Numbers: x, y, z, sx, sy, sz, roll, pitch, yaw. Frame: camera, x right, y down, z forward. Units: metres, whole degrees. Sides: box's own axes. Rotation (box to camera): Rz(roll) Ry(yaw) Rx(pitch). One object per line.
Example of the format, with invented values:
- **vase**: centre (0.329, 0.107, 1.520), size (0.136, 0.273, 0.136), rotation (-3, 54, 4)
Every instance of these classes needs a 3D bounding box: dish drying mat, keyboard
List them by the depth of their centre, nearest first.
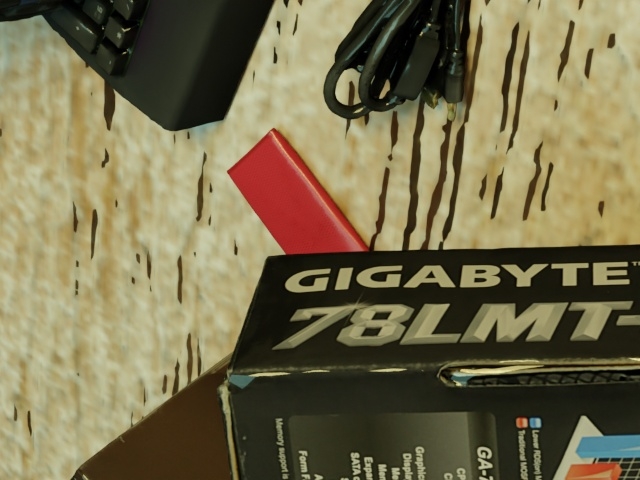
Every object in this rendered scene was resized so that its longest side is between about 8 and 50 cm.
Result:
- **keyboard**: centre (-0.008, -0.157, 0.571), size (0.201, 0.033, 0.317), rotation (38, 133, 15)
- **dish drying mat**: centre (0.000, 0.000, 0.666), size (0.083, 0.008, 0.032), rotation (53, 133, 3)

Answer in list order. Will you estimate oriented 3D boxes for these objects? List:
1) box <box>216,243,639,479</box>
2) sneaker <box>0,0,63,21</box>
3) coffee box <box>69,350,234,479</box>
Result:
- **box**: centre (0.137, 0.142, 0.513), size (0.293, 0.073, 0.295), rotation (-3, 116, 9)
- **sneaker**: centre (-0.097, -0.133, 0.601), size (0.221, 0.083, 0.087), rotation (-29, 75, 42)
- **coffee box**: centre (-0.061, 0.194, 0.744), size (0.168, 0.119, 0.297), rotation (46, 133, 9)
